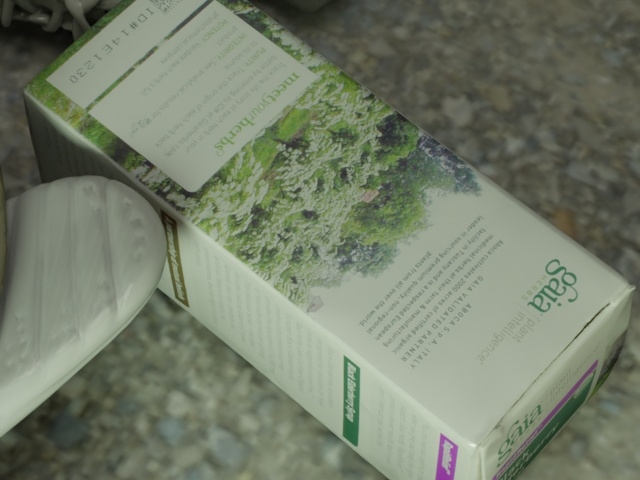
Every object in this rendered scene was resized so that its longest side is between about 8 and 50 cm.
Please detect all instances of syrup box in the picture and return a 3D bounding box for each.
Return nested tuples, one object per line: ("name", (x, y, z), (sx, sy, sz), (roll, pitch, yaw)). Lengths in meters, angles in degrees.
("syrup box", (0.000, 0.000, 0.789), (0.237, 0.096, 0.093), (38, 68, 18))

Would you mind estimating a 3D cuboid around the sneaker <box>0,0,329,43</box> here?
("sneaker", (-0.123, -0.137, 0.864), (0.292, 0.110, 0.118), (-11, 70, -8))

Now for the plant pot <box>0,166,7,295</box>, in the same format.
("plant pot", (-0.315, -0.044, 0.637), (0.334, 0.305, 0.334), (-8, 57, 13))

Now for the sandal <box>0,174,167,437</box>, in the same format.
("sandal", (-0.160, 0.081, 0.743), (0.265, 0.076, 0.102), (-33, 55, -4))
